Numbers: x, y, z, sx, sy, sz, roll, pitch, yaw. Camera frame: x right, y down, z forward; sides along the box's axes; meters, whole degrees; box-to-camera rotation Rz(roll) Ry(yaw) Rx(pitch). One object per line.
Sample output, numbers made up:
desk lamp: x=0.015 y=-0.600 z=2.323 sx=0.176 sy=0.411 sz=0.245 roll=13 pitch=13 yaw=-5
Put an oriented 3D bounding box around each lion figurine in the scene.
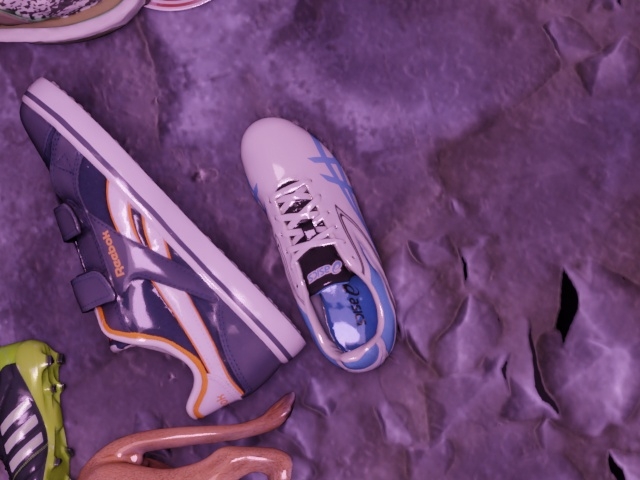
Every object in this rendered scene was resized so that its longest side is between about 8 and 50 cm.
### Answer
lion figurine: x=-0.163 y=0.299 z=1.282 sx=0.240 sy=0.142 sz=0.392 roll=11 pitch=85 yaw=2

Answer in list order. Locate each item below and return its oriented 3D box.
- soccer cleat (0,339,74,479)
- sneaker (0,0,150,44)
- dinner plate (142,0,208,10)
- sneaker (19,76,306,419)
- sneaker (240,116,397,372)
soccer cleat: x=-0.256 y=0.176 z=1.332 sx=0.072 sy=0.060 sz=0.178 roll=-6 pitch=82 yaw=14
sneaker: x=-0.335 y=-0.223 z=1.237 sx=0.410 sy=0.182 sz=0.158 roll=-17 pitch=83 yaw=-10
dinner plate: x=-0.130 y=-0.271 z=1.350 sx=0.141 sy=0.017 sz=0.141 roll=0 pitch=88 yaw=3
sneaker: x=-0.164 y=0.011 z=1.291 sx=0.127 sy=0.126 sz=0.321 roll=-43 pitch=88 yaw=-4
sneaker: x=0.000 y=0.000 z=1.300 sx=0.085 sy=0.086 sz=0.237 roll=-26 pitch=86 yaw=5
